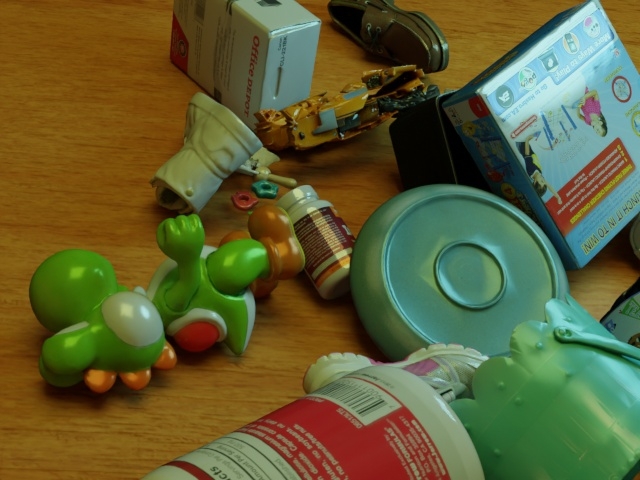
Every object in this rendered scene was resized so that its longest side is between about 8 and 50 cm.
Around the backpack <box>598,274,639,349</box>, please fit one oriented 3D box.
[{"bbox_3d":[0.478,0.149,1.436,0.263,0.276,0.213,0,52,-8],"label":"backpack"}]

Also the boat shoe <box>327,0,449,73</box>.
[{"bbox_3d":[0.121,-0.385,2.134,0.104,0.110,0.307,-16,35,-25],"label":"boat shoe"}]

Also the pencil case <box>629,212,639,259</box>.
[{"bbox_3d":[0.577,-0.057,1.795,0.113,0.124,0.273,59,40,-10],"label":"pencil case"}]

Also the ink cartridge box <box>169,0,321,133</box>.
[{"bbox_3d":[-0.133,-0.338,1.929,0.114,0.197,0.273,-20,48,-33],"label":"ink cartridge box"}]

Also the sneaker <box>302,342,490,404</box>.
[{"bbox_3d":[0.109,0.202,1.397,0.252,0.103,0.111,-5,44,-9],"label":"sneaker"}]

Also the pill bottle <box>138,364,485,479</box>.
[{"bbox_3d":[-0.049,0.297,1.126,0.408,0.229,0.229,-22,48,-34],"label":"pill bottle"}]

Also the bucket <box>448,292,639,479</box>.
[{"bbox_3d":[0.264,0.215,1.273,0.183,0.281,0.281,42,47,20],"label":"bucket"}]

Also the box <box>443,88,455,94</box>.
[{"bbox_3d":[0.316,-0.196,1.988,0.225,0.036,0.136,15,38,4],"label":"box"}]

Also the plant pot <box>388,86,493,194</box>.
[{"bbox_3d":[0.216,-0.143,1.764,0.188,0.187,0.167,-20,10,-32],"label":"plant pot"}]

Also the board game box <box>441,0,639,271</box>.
[{"bbox_3d":[0.372,-0.158,1.701,0.308,0.086,0.302,-38,103,-31],"label":"board game box"}]

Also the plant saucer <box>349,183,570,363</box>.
[{"bbox_3d":[0.198,0.054,1.539,0.318,0.043,0.317,6,62,-12],"label":"plant saucer"}]

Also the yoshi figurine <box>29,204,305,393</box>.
[{"bbox_3d":[-0.215,0.049,1.449,0.362,0.203,0.203,-26,35,-34],"label":"yoshi figurine"}]

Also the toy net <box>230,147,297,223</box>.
[{"bbox_3d":[-0.093,-0.074,1.729,0.122,0.045,0.232,-5,38,-25],"label":"toy net"}]

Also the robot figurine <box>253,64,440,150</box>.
[{"bbox_3d":[0.049,-0.217,1.847,0.291,0.085,0.211,-23,14,-24],"label":"robot figurine"}]

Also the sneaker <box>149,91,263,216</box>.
[{"bbox_3d":[-0.197,-0.127,1.720,0.108,0.169,0.292,45,-3,-17],"label":"sneaker"}]

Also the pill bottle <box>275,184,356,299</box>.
[{"bbox_3d":[0.000,0.000,1.593,0.086,0.086,0.152,-20,67,-33],"label":"pill bottle"}]
